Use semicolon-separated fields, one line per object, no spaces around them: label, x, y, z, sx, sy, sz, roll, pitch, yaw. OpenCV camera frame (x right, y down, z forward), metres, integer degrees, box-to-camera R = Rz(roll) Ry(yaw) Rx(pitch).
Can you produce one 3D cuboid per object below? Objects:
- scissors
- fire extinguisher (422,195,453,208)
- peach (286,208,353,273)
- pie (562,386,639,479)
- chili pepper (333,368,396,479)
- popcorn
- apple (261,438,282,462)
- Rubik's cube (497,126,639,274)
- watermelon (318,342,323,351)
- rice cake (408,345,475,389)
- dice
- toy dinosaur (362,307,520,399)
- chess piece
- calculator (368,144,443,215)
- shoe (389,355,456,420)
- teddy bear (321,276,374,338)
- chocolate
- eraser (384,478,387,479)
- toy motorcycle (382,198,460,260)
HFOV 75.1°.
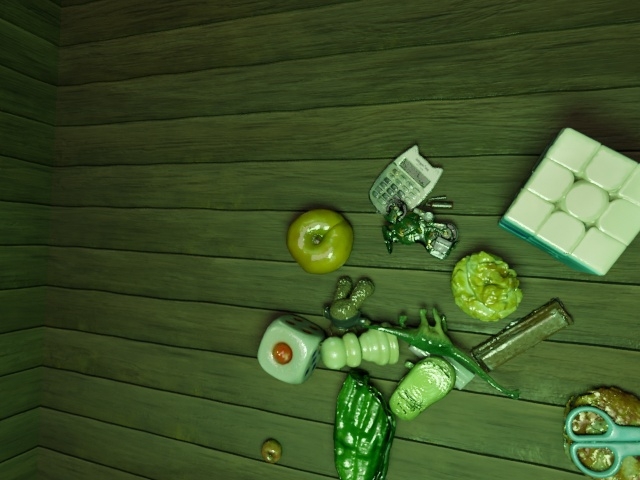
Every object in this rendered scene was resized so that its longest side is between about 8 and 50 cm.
scissors;0.932;0.550;1.145;0.447;0.029;0.192;-10;79;18
fire extinguisher;0.406;-0.133;1.439;0.100;0.032;0.046;4;101;14
peach;0.000;0.000;1.526;0.251;0.153;0.251;-1;81;5
pie;0.864;0.584;1.228;0.308;0.085;0.308;-1;88;20
chili pepper;0.156;0.649;1.439;0.213;0.167;0.385;3;88;15
popcorn;0.518;0.147;1.318;0.204;0.184;0.221;-37;64;2
apple;-0.188;0.813;1.609;0.084;0.071;0.084;2;96;16
Rubik's cube;0.719;-0.101;1.190;0.291;0.290;0.291;34;100;16
watermelon;0.054;0.410;1.503;0.087;0.163;0.069;28;63;28
rice cake;0.411;0.411;1.419;0.222;0.042;0.080;38;99;16
dice;-0.103;0.394;1.524;0.193;0.192;0.194;22;97;17
toy dinosaur;0.366;0.366;1.317;0.447;0.087;0.301;-3;54;-1
chess piece;0.121;0.366;1.411;0.251;0.144;0.144;-6;86;-14
calculator;0.292;-0.193;1.477;0.268;0.040;0.177;-45;75;14
shoe;0.332;0.484;1.398;0.140;0.128;0.262;39;104;6
teddy bear;0.088;0.253;1.491;0.182;0.129;0.251;12;94;31
chocolate;0.640;0.309;1.327;0.329;0.065;0.102;-37;77;13
eraser;0.222;0.861;1.487;0.099;0.019;0.027;37;100;16
toy motorcycle;0.325;-0.014;1.419;0.274;0.125;0.187;26;94;17
